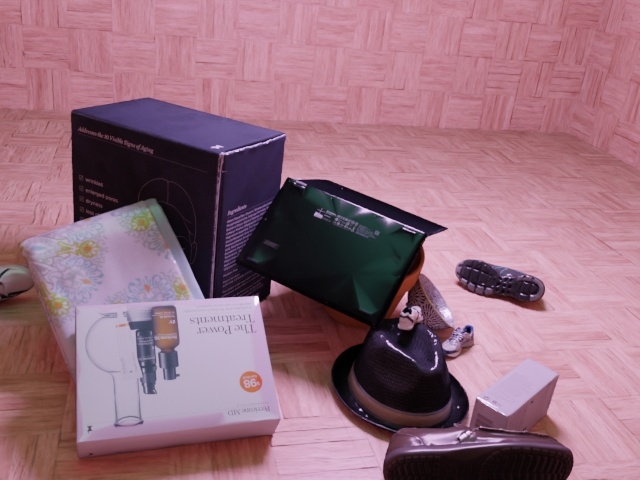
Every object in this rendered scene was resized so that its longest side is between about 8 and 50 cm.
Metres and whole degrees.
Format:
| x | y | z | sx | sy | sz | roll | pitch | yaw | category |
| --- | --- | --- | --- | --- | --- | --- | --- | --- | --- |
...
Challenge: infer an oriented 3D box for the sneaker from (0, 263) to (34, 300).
| x | y | z | sx | sy | sz | roll | pitch | yaw | category |
| --- | --- | --- | --- | --- | --- | --- | --- | --- | --- |
| -0.808 | 0.138 | 1.652 | 0.235 | 0.094 | 0.153 | -6 | 28 | -25 | sneaker |

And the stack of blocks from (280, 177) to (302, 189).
| x | y | z | sx | sy | sz | roll | pitch | yaw | category |
| --- | --- | --- | --- | --- | --- | --- | --- | --- | --- |
| -0.153 | -0.055 | 2.146 | 0.297 | 0.171 | 0.087 | -26 | 35 | -21 | stack of blocks |

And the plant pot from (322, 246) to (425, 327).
| x | y | z | sx | sy | sz | roll | pitch | yaw | category |
| --- | --- | --- | --- | --- | --- | --- | --- | --- | --- |
| 0.111 | 0.092 | 1.805 | 0.291 | 0.203 | 0.291 | 6 | 38 | -5 | plant pot |

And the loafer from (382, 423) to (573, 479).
| x | y | z | sx | sy | sz | roll | pitch | yaw | category |
| --- | --- | --- | --- | --- | --- | --- | --- | --- | --- |
| 0.297 | 0.399 | 1.303 | 0.366 | 0.133 | 0.130 | 5 | 25 | -5 | loafer |

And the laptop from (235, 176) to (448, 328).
| x | y | z | sx | sy | sz | roll | pitch | yaw | category |
| --- | --- | --- | --- | --- | --- | --- | --- | --- | --- |
| 0.070 | 0.008 | 1.726 | 0.382 | 0.236 | 0.408 | 23 | 69 | 19 | laptop |

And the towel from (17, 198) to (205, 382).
| x | y | z | sx | sy | sz | roll | pitch | yaw | category |
| --- | --- | --- | --- | --- | --- | --- | --- | --- | --- |
| -0.443 | 0.112 | 1.513 | 0.321 | 0.090 | 0.374 | -21 | 76 | -27 | towel |

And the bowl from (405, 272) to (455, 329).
| x | y | z | sx | sy | sz | roll | pitch | yaw | category |
| --- | --- | --- | --- | --- | --- | --- | --- | --- | --- |
| 0.280 | 0.178 | 1.821 | 0.080 | 0.170 | 0.170 | -35 | 24 | 18 | bowl |

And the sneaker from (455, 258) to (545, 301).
| x | y | z | sx | sy | sz | roll | pitch | yaw | category |
| --- | --- | --- | --- | --- | --- | --- | --- | --- | --- |
| 0.538 | 0.125 | 2.054 | 0.267 | 0.101 | 0.106 | 18 | 7 | 20 | sneaker |

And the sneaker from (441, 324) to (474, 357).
| x | y | z | sx | sy | sz | roll | pitch | yaw | category |
| --- | --- | --- | --- | --- | --- | --- | --- | --- | --- |
| 0.347 | 0.250 | 1.739 | 0.052 | 0.058 | 0.135 | 24 | 30 | 34 | sneaker |

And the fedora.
| x | y | z | sx | sy | sz | roll | pitch | yaw | category |
| --- | --- | --- | --- | --- | --- | --- | --- | --- | --- |
| 0.183 | 0.278 | 1.521 | 0.334 | 0.152 | 0.334 | 5 | 24 | -2 | fedora |

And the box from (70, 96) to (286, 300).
| x | y | z | sx | sy | sz | roll | pitch | yaw | category |
| --- | --- | --- | --- | --- | --- | --- | --- | --- | --- |
| -0.380 | -0.086 | 1.795 | 0.480 | 0.471 | 0.297 | 19 | 27 | 24 | box |

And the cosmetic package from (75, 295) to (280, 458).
| x | y | z | sx | sy | sz | roll | pitch | yaw | category |
| --- | --- | --- | --- | --- | --- | --- | --- | --- | --- |
| -0.291 | 0.262 | 1.366 | 0.377 | 0.097 | 0.284 | -2 | 57 | -18 | cosmetic package |

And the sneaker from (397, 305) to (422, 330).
| x | y | z | sx | sy | sz | roll | pitch | yaw | category |
| --- | --- | --- | --- | --- | --- | --- | --- | --- | --- |
| 0.206 | 0.166 | 1.543 | 0.040 | 0.043 | 0.109 | 7 | 16 | 22 | sneaker |

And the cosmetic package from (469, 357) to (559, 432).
| x | y | z | sx | sy | sz | roll | pitch | yaw | category |
| --- | --- | --- | --- | --- | --- | --- | --- | --- | --- |
| 0.413 | 0.354 | 1.458 | 0.085 | 0.117 | 0.231 | 27 | 33 | 37 | cosmetic package |
